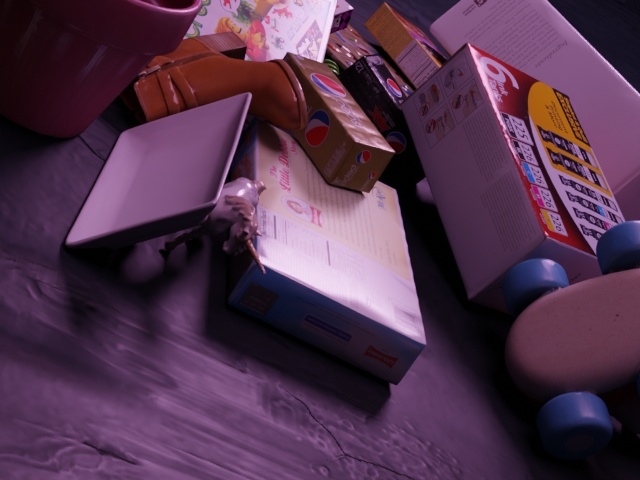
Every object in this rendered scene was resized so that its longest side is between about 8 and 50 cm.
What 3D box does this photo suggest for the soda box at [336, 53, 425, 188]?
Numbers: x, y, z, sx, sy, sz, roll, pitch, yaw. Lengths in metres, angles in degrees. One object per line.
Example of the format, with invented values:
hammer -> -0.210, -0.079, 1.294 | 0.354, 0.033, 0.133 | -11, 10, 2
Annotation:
soda box -> 0.089, -0.152, 1.760 | 0.169, 0.060, 0.053 | 57, 27, 5

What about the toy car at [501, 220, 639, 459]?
toy car -> 0.327, 0.147, 1.477 | 0.238, 0.210, 0.219 | 52, 21, -43

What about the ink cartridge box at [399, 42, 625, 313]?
ink cartridge box -> 0.268, -0.052, 1.688 | 0.271, 0.130, 0.309 | 19, 41, -39

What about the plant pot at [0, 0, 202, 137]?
plant pot -> -0.243, -0.207, 1.332 | 0.201, 0.180, 0.201 | 29, 25, -15

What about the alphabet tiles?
alphabet tiles -> 0.044, -0.272, 1.983 | 0.342, 0.011, 0.285 | 46, 17, 24

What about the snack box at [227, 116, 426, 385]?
snack box -> 0.000, 0.000, 1.410 | 0.187, 0.060, 0.322 | 27, 25, -16

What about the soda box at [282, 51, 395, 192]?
soda box -> 0.008, -0.131, 1.520 | 0.061, 0.058, 0.181 | 12, 32, -38

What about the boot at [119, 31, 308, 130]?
boot -> -0.117, -0.151, 1.468 | 0.152, 0.073, 0.197 | -22, 39, -29

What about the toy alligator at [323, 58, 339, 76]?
toy alligator -> 0.005, -0.194, 1.790 | 0.056, 0.051, 0.190 | 28, 25, -15

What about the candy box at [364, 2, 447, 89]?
candy box -> 0.154, -0.275, 2.115 | 0.109, 0.053, 0.187 | 27, 23, -47

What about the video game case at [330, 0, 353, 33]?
video game case -> -0.107, -0.336, 1.838 | 0.210, 0.042, 0.232 | -26, 62, -39

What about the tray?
tray -> -0.141, -0.062, 1.293 | 0.270, 0.145, 0.030 | -82, 155, -64

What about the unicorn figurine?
unicorn figurine -> -0.092, -0.022, 1.272 | 0.060, 0.111, 0.162 | 60, 27, -24

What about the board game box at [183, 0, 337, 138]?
board game box -> -0.086, -0.261, 1.683 | 0.193, 0.053, 0.305 | 27, 44, -16

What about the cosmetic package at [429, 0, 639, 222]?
cosmetic package -> 0.366, -0.177, 2.016 | 0.230, 0.161, 0.453 | 43, 10, -48
